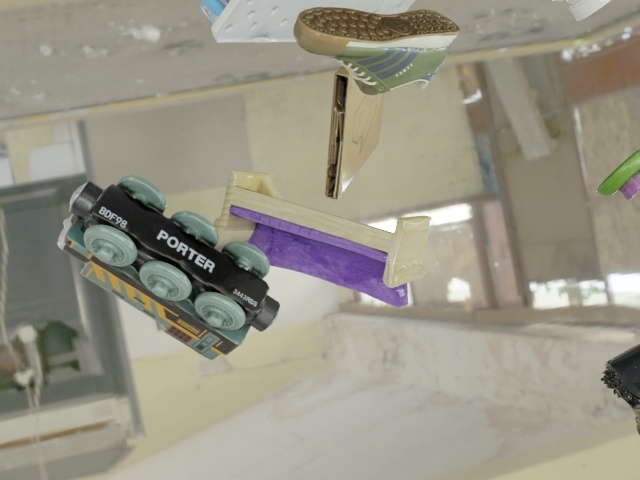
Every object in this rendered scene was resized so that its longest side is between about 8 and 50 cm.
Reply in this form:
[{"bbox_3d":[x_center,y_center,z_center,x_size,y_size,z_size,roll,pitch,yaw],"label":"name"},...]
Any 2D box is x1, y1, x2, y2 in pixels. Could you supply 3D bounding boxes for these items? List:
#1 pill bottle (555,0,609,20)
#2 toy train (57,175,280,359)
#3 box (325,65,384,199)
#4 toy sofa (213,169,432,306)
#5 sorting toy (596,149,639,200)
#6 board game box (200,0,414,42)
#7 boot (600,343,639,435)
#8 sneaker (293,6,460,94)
[{"bbox_3d":[0.346,-0.400,1.248,0.094,0.169,0.094,-38,-172,6],"label":"pill bottle"},{"bbox_3d":[-0.222,0.044,1.270,0.190,0.334,0.142,-41,-159,49],"label":"toy train"},{"bbox_3d":[0.049,-0.167,1.144,0.021,0.164,0.201,12,-150,14],"label":"box"},{"bbox_3d":[0.000,0.000,1.569,0.362,0.177,0.150,17,-171,23],"label":"toy sofa"},{"bbox_3d":[0.279,-0.058,0.736,0.102,0.042,0.061,-32,164,-36],"label":"sorting toy"},{"bbox_3d":[0.082,-0.395,1.049,0.390,0.050,0.390,-46,164,33],"label":"board game box"},{"bbox_3d":[0.442,0.177,0.912,0.207,0.246,0.094,-37,160,1],"label":"boot"},{"bbox_3d":[0.052,-0.182,0.885,0.192,0.064,0.086,-10,137,-33],"label":"sneaker"}]
